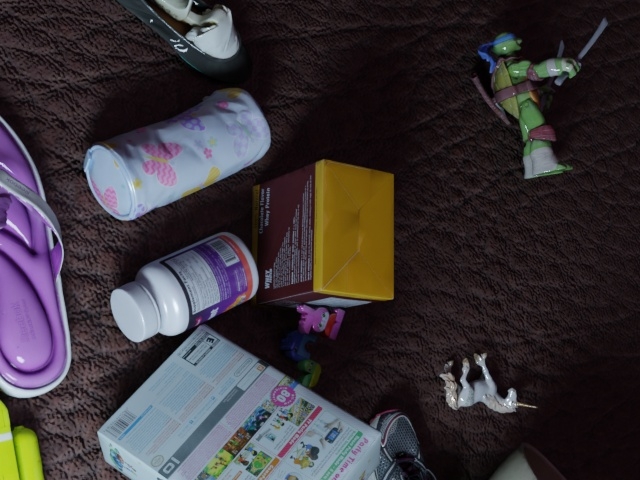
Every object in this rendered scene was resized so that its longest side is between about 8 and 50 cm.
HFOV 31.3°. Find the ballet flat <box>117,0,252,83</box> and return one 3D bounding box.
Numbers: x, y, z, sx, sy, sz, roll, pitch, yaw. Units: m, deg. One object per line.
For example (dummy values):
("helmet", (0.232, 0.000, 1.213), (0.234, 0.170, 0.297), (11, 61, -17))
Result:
("ballet flat", (-0.197, -0.328, 1.691), (0.280, 0.096, 0.095), (33, 62, -26))

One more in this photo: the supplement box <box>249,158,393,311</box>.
("supplement box", (0.000, 0.000, 1.700), (0.129, 0.194, 0.191), (9, 75, -34))

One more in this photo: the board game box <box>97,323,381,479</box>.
("board game box", (-0.105, 0.277, 1.521), (0.303, 0.097, 0.224), (29, 55, 22))

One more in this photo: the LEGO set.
("LEGO set", (-0.059, 0.192, 1.689), (0.093, 0.087, 0.227), (28, 71, -25))

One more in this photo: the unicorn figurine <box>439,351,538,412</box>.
("unicorn figurine", (0.272, 0.247, 1.933), (0.162, 0.060, 0.111), (-11, 87, -20))

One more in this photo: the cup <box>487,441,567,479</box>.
("cup", (0.327, 0.517, 1.769), (0.237, 0.331, 0.331), (-41, 109, 9))

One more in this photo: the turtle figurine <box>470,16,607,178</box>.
("turtle figurine", (0.423, -0.255, 2.057), (0.275, 0.198, 0.266), (-9, 89, -33))

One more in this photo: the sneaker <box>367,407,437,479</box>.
("sneaker", (0.148, 0.404, 1.760), (0.121, 0.112, 0.299), (-1, 71, -39))

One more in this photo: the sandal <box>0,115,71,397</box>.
("sandal", (-0.404, -0.006, 1.471), (0.169, 0.102, 0.416), (-22, 93, -37))

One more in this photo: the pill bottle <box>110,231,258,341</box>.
("pill bottle", (-0.191, 0.069, 1.603), (0.193, 0.108, 0.108), (-25, 95, -36))

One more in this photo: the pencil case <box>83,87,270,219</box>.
("pencil case", (-0.201, -0.129, 1.636), (0.273, 0.113, 0.124), (-30, 88, -36))

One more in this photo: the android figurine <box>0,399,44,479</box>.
("android figurine", (-0.458, 0.292, 1.398), (0.248, 0.056, 0.272), (-11, 87, -36))
